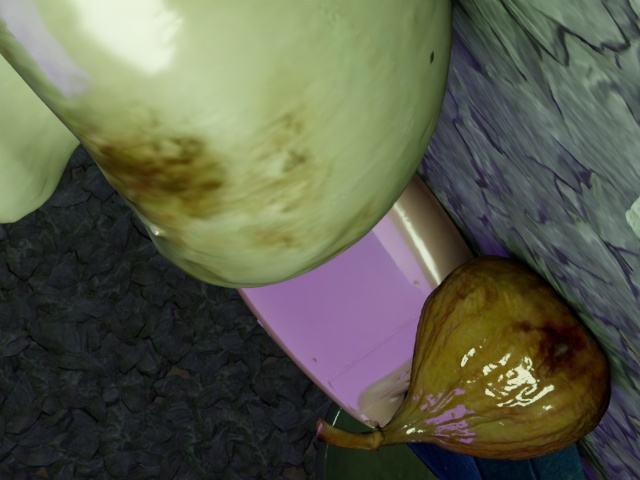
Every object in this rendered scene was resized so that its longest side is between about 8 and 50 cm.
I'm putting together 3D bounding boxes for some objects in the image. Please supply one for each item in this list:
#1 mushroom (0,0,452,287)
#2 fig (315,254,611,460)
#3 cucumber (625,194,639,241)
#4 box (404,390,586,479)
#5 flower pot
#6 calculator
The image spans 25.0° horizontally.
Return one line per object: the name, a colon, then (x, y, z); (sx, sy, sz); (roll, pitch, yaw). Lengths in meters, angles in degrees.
mushroom: (-0.116, -0.124, 0.646); (0.362, 0.295, 0.362); (50, 176, 4)
fig: (0.099, 0.110, 0.999); (0.146, 0.201, 0.133); (40, 159, 39)
cucumber: (0.157, 0.008, 0.487); (0.112, 0.064, 0.064); (52, 176, 32)
box: (0.123, 0.136, 1.386); (0.279, 0.116, 0.261); (48, 168, 39)
flower pot: (0.143, 0.252, 1.617); (0.166, 0.269, 0.269); (22, -159, -51)
calculator: (0.000, 0.000, 1.203); (0.329, 0.048, 0.220); (53, 131, 4)
